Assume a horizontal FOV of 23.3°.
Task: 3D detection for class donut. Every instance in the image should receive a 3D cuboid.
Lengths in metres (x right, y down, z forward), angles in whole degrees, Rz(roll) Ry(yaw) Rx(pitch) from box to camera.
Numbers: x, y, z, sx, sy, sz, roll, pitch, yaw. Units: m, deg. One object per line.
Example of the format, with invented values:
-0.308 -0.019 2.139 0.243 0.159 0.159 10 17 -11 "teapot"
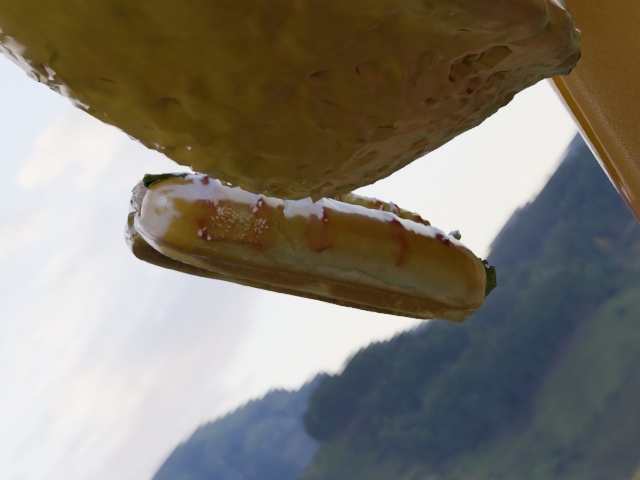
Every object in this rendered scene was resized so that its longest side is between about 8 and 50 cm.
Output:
-0.046 -0.130 0.491 0.110 0.303 0.303 -47 -7 20 "donut"

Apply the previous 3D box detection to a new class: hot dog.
0.000 0.000 0.961 0.104 0.250 0.076 174 105 -66 "hot dog"

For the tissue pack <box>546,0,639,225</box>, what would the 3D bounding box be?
0.230 -0.115 0.965 0.145 0.274 0.194 -30 8 25 "tissue pack"
